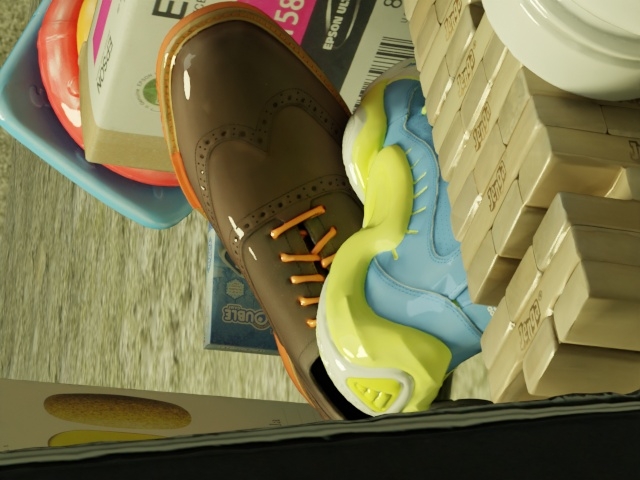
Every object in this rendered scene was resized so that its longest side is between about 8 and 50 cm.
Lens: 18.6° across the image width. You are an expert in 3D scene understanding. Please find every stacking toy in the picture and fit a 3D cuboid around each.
[{"bbox_3d":[-0.060,-0.145,1.220,0.302,0.166,0.175,-33,28,52],"label":"stacking toy"}]

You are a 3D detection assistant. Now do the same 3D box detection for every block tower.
[{"bbox_3d":[0.100,-0.072,0.818,0.091,0.097,0.335,113,158,-43],"label":"block tower"}]

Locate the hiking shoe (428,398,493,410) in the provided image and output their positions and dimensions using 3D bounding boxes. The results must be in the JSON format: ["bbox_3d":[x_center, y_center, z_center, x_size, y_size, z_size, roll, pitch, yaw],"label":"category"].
[{"bbox_3d":[0.041,0.183,0.939,0.114,0.086,0.227,-98,22,-49],"label":"hiking shoe"}]

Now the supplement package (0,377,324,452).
[{"bbox_3d":[-0.098,0.177,1.132,0.139,0.244,0.134,-114,33,-59],"label":"supplement package"}]

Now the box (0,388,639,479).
[{"bbox_3d":[-0.078,0.314,0.541,0.297,0.472,0.480,-117,35,-44],"label":"box"}]

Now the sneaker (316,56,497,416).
[{"bbox_3d":[0.076,-0.019,0.940,0.126,0.091,0.240,-26,35,30],"label":"sneaker"}]

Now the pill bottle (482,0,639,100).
[{"bbox_3d":[0.136,-0.144,0.667,0.221,0.124,0.124,119,152,-55],"label":"pill bottle"}]

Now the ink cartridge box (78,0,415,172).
[{"bbox_3d":[-0.015,-0.136,1.054,0.234,0.193,0.088,112,158,-45],"label":"ink cartridge box"}]

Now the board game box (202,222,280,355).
[{"bbox_3d":[-0.026,0.026,1.215,0.020,0.090,0.090,145,129,-68],"label":"board game box"}]

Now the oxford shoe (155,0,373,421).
[{"bbox_3d":[0.000,0.000,1.002,0.271,0.097,0.098,62,175,-32],"label":"oxford shoe"}]
